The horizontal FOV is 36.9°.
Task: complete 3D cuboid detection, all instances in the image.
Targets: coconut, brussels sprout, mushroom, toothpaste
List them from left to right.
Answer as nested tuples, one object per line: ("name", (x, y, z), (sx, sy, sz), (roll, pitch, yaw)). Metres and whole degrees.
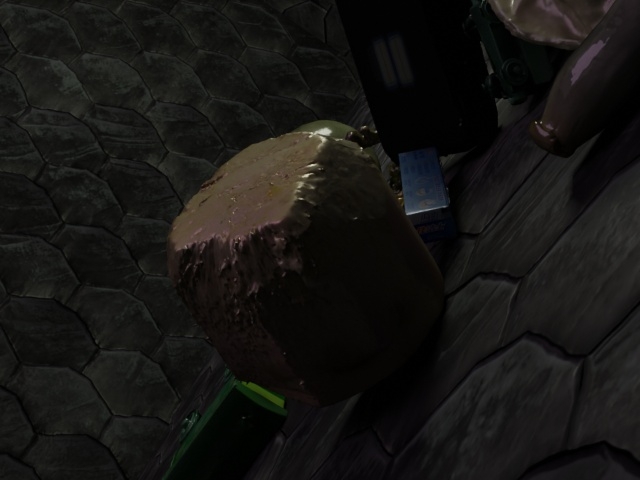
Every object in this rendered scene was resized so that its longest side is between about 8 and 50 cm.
("coconut", (-0.011, 0.052, 1.190), (0.297, 0.310, 0.297), (-25, 30, 16))
("brussels sprout", (0.154, -0.124, 1.801), (0.085, 0.058, 0.085), (-163, 90, -76))
("toothpaste", (0.154, -0.070, 1.403), (0.066, 0.053, 0.272), (-14, 22, 8))
("mushroom", (0.324, -0.217, 0.941), (0.351, 0.097, 0.109), (-56, 4, 37))

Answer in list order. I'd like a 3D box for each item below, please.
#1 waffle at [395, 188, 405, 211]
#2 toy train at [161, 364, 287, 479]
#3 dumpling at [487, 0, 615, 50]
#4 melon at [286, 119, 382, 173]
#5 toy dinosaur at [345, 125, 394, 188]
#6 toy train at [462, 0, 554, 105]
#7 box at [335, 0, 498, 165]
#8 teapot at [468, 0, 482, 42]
("waffle", (0.071, 0.054, 1.555), (0.309, 0.065, 0.283), (-55, 5, 43))
("toy train", (-0.162, 0.328, 1.703), (0.301, 0.120, 0.202), (-54, 11, 20))
("dumpling", (0.363, -0.372, 1.127), (0.395, 0.233, 0.316), (-36, 50, 32))
("melon", (0.000, -0.112, 1.995), (0.272, 0.271, 0.308), (-65, 0, -48))
("toy dinosaur", (0.166, -0.188, 1.835), (0.199, 0.072, 0.251), (-24, -15, 21))
("toy train", (0.267, -0.275, 1.349), (0.099, 0.172, 0.070), (-16, -7, -19))
("box", (0.144, -0.303, 1.561), (0.091, 0.359, 0.350), (-19, 5, -17))
("teapot", (0.328, -0.414, 1.488), (0.251, 0.183, 0.183), (-49, 2, -30))
